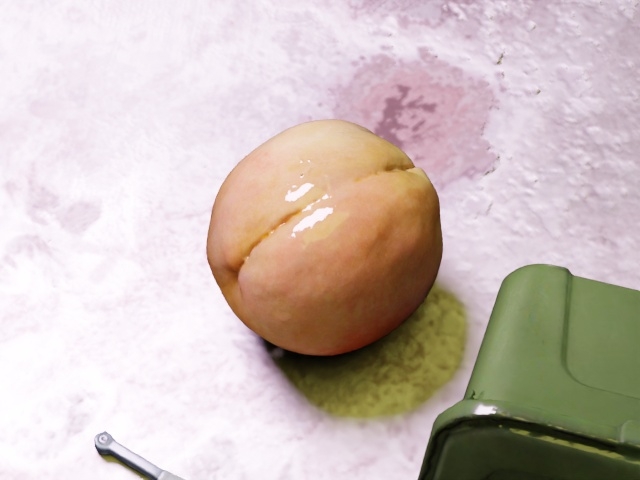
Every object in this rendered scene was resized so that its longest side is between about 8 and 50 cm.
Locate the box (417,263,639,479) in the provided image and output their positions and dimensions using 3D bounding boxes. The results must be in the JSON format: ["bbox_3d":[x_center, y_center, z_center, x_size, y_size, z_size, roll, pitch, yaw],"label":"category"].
[{"bbox_3d":[0.239,0.163,1.105,0.328,0.253,0.178,16,50,5],"label":"box"}]

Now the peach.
[{"bbox_3d":[0.000,0.000,1.212,0.184,0.184,0.184,1,63,-2],"label":"peach"}]

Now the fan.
[{"bbox_3d":[-0.088,0.195,1.194,0.193,0.016,0.038,30,63,12],"label":"fan"}]
